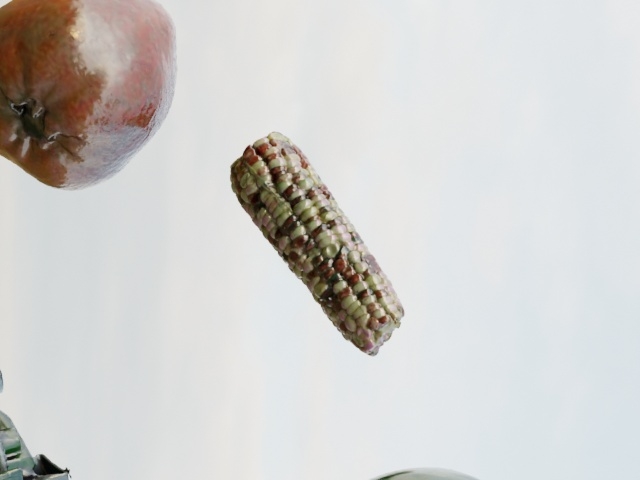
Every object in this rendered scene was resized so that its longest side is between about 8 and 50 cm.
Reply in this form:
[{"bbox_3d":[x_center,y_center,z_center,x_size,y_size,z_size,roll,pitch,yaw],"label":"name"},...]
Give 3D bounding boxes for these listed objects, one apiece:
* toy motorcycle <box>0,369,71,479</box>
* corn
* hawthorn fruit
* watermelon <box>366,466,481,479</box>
[{"bbox_3d":[-0.285,0.186,1.429,0.274,0.124,0.187,21,-58,58],"label":"toy motorcycle"},{"bbox_3d":[0.000,0.000,1.949,0.280,0.092,0.092,53,-32,23],"label":"corn"},{"bbox_3d":[-0.239,-0.176,1.903,0.262,0.210,0.211,-43,148,-56],"label":"hawthorn fruit"},{"bbox_3d":[0.088,0.305,1.499,0.242,0.242,0.242,-178,-90,-75],"label":"watermelon"}]
